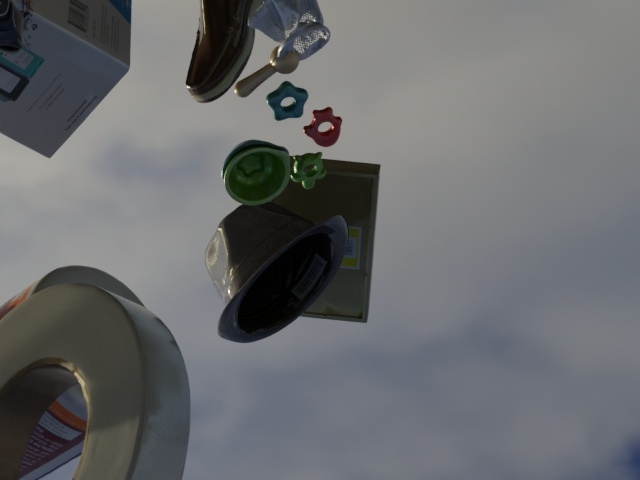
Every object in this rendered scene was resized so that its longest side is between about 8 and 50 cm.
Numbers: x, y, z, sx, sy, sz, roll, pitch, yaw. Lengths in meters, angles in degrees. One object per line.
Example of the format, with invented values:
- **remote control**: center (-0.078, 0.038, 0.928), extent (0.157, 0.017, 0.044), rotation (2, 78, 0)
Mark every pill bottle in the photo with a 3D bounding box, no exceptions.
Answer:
- **pill bottle**: center (-0.411, 0.211, 1.957), extent (0.392, 0.224, 0.224), rotation (-32, -165, 32)

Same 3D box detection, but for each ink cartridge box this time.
- **ink cartridge box**: center (-0.413, -0.286, 1.920), extent (0.197, 0.270, 0.198), rotation (-43, -146, 30)

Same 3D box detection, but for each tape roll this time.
- **tape roll**: center (-0.299, 0.239, 1.611), extent (0.392, 0.072, 0.392), rotation (-22, -124, 36)

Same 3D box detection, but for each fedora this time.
- **fedora**: center (-0.081, 0.025, 2.092), extent (0.244, 0.275, 0.124), rotation (-43, -110, -5)

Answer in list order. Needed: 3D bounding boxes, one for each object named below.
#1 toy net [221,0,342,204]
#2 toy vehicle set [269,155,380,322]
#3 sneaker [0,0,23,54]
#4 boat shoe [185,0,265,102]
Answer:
- **toy net**: center (-0.024, -0.141, 1.419), extent (0.122, 0.232, 0.045), rotation (2, -146, -19)
- **toy vehicle set**: center (0.000, 0.000, 2.234), extent (0.166, 0.266, 0.035), rotation (7, -149, 5)
- **sneaker**: center (-0.430, -0.226, 1.637), extent (0.163, 0.086, 0.226), rotation (17, -123, 11)
- **boat shoe**: center (-0.144, -0.316, 2.068), extent (0.095, 0.095, 0.257), rotation (-8, -129, 40)
